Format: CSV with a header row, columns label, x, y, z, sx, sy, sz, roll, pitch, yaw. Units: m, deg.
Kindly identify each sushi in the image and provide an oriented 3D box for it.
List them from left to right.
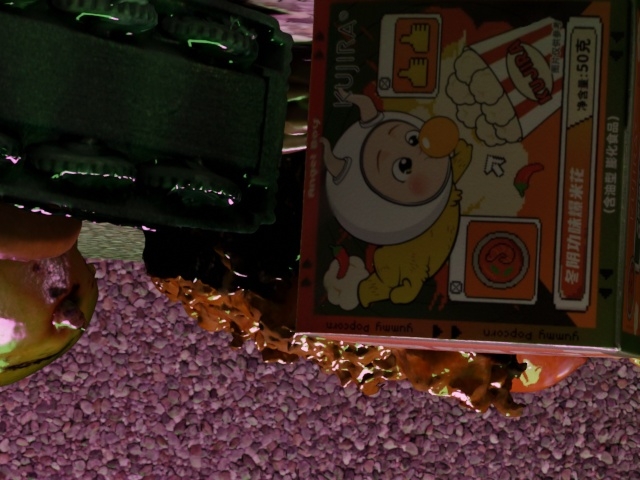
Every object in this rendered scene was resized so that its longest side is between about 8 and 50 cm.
label,x,y,z,sx,sy,sz,roll,pitch,yaw
sushi,0.000,0.000,1.436,0.348,0.207,0.234,12,174,38

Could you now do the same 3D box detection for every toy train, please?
label,x,y,z,sx,sy,sz,roll,pitch,yaw
toy train,-0.166,-0.083,1.049,0.178,0.138,0.330,5,177,41

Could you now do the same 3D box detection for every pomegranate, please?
label,x,y,z,sx,sy,sz,roll,pitch,yaw
pomegranate,-0.408,0.039,2.134,0.340,0.260,0.260,4,176,26

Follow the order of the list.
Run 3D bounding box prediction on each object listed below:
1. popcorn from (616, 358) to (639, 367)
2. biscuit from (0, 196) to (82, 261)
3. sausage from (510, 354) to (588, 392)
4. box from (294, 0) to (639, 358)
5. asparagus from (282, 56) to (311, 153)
label,x,y,z,sx,sy,sz,roll,pitch,yaw
popcorn,0.331,0.033,1.774,0.155,0.197,0.197,-9,171,23
biscuit,-0.265,-0.069,1.183,0.262,0.037,0.262,28,-165,-8
sausage,0.180,0.043,1.869,0.153,0.141,0.268,-15,-153,-4
box,0.089,-0.036,1.042,0.177,0.195,0.148,3,175,17
asparagus,-0.074,-0.088,1.281,0.287,0.080,0.080,-2,173,35
